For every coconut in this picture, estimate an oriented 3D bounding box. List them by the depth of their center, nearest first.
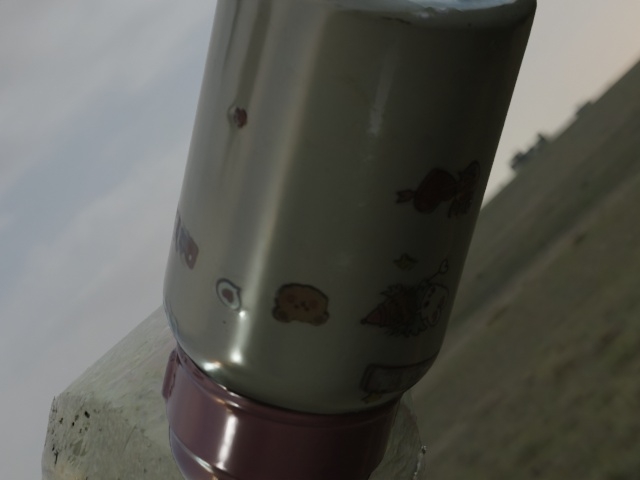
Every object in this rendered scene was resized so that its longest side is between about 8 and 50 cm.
[{"bbox_3d":[-0.041,0.124,1.005,0.234,0.224,0.224,-34,-7,-20],"label":"coconut"}]

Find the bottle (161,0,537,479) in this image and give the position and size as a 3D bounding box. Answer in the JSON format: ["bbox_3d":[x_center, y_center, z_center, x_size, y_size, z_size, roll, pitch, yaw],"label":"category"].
[{"bbox_3d":[0.000,0.000,0.623,0.110,0.110,0.233,-38,-33,-55],"label":"bottle"}]
